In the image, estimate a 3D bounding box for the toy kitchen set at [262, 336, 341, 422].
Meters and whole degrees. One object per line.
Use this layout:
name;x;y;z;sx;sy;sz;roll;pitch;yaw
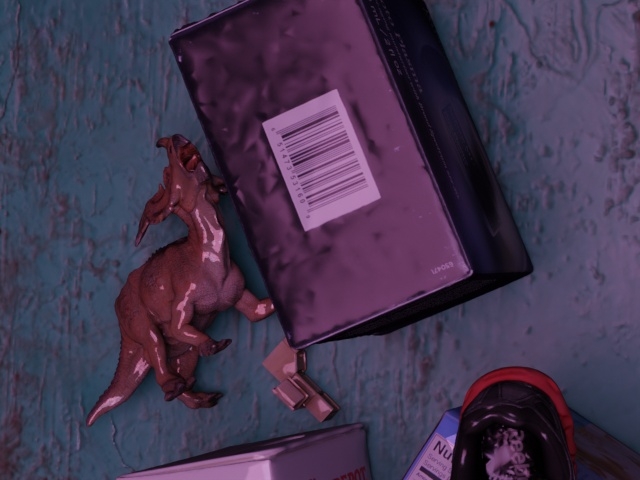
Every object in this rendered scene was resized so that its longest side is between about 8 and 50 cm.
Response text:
toy kitchen set;-0.007;0.124;1.864;0.083;0.068;0.075;44;103;12

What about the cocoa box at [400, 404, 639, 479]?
cocoa box;0.182;0.284;1.659;0.231;0.347;0.228;34;100;15

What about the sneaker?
sneaker;0.154;0.231;1.417;0.098;0.135;0.276;-12;85;14

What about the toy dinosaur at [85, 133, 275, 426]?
toy dinosaur;-0.146;0.046;1.887;0.200;0.127;0.295;51;116;19

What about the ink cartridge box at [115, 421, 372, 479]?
ink cartridge box;-0.039;0.378;1.769;0.160;0.279;0.384;-9;87;18

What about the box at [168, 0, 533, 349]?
box;0.039;-0.074;1.730;0.183;0.294;0.296;-23;84;14
